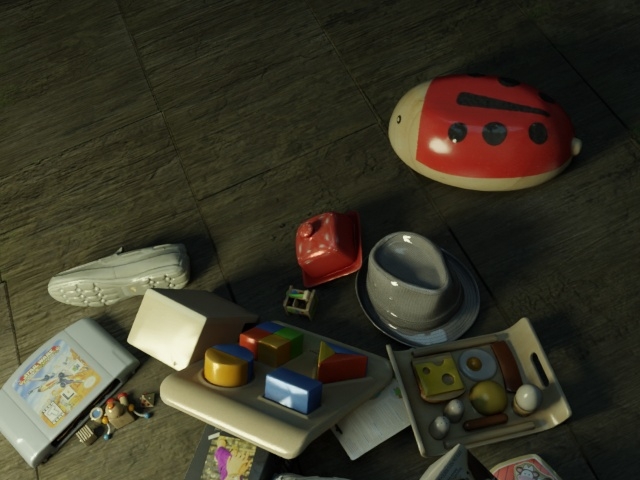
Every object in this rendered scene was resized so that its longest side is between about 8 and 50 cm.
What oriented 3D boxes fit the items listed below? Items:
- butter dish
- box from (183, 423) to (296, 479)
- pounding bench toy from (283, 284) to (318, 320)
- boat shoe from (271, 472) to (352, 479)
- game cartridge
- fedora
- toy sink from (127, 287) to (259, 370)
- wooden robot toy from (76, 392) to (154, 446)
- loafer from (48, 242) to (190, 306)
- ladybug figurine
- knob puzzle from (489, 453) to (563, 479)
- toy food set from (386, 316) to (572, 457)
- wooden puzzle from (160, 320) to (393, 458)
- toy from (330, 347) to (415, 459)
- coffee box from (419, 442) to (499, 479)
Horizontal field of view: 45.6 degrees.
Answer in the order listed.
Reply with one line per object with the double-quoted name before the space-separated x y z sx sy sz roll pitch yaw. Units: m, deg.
"butter dish" 0.000 0.000 1.670 0.160 0.118 0.160 -21 52 28
"box" -0.158 0.456 1.403 0.143 0.165 0.270 12 61 19
"pounding bench toy" -0.047 0.127 1.638 0.065 0.083 0.052 11 61 16
"boat shoe" 0.035 0.470 1.352 0.258 0.084 0.095 11 75 -17
"game cartridge" -0.558 0.312 1.635 0.198 0.062 0.297 36 70 23
"fedora" 0.198 0.080 1.589 0.244 0.124 0.275 -32 54 -15
"toy sink" -0.261 0.189 1.595 0.153 0.234 0.131 24 95 22
"wooden robot toy" -0.430 0.350 1.571 0.173 0.079 0.076 -27 58 -8
"loafer" -0.456 0.074 1.737 0.319 0.112 0.111 -8 52 -4
"ladybug figurine" 0.375 -0.268 1.762 0.449 0.162 0.305 10 60 16
"knob puzzle" 0.370 0.477 1.376 0.213 0.030 0.213 -5 57 8
"toy food set" 0.295 0.269 1.450 0.306 0.092 0.219 -8 56 -14
"wooden puzzle" -0.074 0.247 1.443 0.322 0.080 0.348 16 24 30
"toy" 0.127 0.325 1.501 0.237 0.056 0.137 -29 54 -14
"coffee box" 0.273 0.507 1.240 0.297 0.119 0.168 43 46 9
